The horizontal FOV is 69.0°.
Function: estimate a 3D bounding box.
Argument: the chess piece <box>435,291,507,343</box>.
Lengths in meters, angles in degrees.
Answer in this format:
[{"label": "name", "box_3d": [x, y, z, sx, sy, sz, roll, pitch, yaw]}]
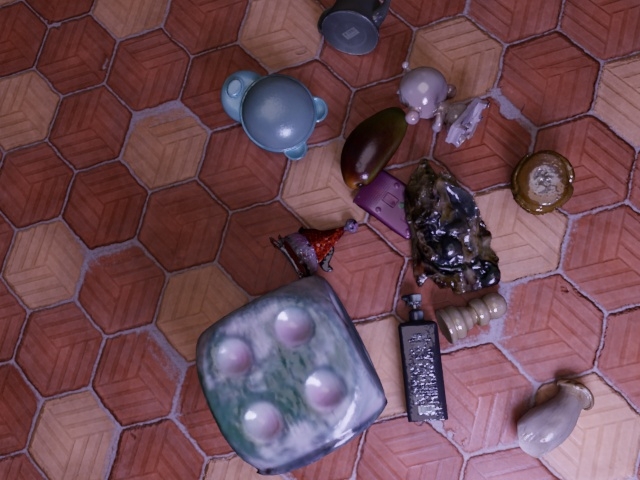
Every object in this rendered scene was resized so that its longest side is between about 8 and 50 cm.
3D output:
[{"label": "chess piece", "box_3d": [0.382, 0.183, 1.168, 0.171, 0.094, 0.094, -24, 79, -4]}]

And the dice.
[{"label": "dice", "box_3d": [-0.060, 0.299, 1.080, 0.328, 0.330, 0.348, -28, 78, 3]}]

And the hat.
[{"label": "hat", "box_3d": [-0.002, -0.001, 1.246, 0.227, 0.128, 0.140, -31, 61, -15]}]

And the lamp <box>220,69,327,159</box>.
[{"label": "lamp", "box_3d": [-0.139, -0.361, 1.283, 0.284, 0.147, 0.209, 29, 88, 11]}]

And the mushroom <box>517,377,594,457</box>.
[{"label": "mushroom", "box_3d": [0.551, 0.420, 1.105, 0.212, 0.088, 0.097, -45, 46, -6]}]

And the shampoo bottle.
[{"label": "shampoo bottle", "box_3d": [0.251, 0.288, 1.170, 0.098, 0.071, 0.309, -5, 81, 8]}]

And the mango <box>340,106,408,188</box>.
[{"label": "mango", "box_3d": [0.138, -0.259, 1.251, 0.133, 0.111, 0.267, 27, 76, 37]}]

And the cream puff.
[{"label": "cream puff", "box_3d": [0.558, -0.145, 1.174, 0.150, 0.115, 0.165, 36, 97, 18]}]

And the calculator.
[{"label": "calculator", "box_3d": [0.197, -0.102, 1.258, 0.191, 0.034, 0.126, 36, 86, 10]}]

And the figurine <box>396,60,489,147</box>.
[{"label": "figurine", "box_3d": [0.298, -0.364, 1.228, 0.257, 0.144, 0.182, 39, 89, 12]}]

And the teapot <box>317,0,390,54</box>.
[{"label": "teapot", "box_3d": [0.092, -0.632, 1.302, 0.239, 0.162, 0.148, 5, 71, 38]}]

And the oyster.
[{"label": "oyster", "box_3d": [0.340, -0.041, 1.191, 0.222, 0.096, 0.360, -7, 88, -3]}]
